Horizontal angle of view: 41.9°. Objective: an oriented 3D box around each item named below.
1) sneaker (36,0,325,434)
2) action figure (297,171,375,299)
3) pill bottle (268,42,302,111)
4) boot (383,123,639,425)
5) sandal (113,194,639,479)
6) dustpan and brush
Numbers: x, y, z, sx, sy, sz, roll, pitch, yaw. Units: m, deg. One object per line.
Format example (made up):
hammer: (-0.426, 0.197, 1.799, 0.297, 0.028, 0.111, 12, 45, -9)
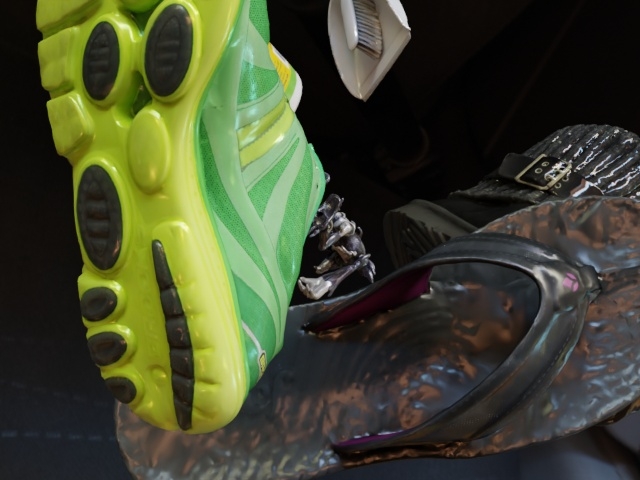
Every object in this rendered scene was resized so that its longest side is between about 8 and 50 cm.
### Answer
sneaker: (-0.063, -0.055, 0.423, 0.109, 0.123, 0.295, 8, 106, 22)
action figure: (0.000, 0.000, 1.377, 0.141, 0.164, 0.275, -31, 150, -2)
pill bottle: (-0.145, -0.215, 0.927, 0.136, 0.136, 0.246, -41, 125, 8)
boot: (0.249, 0.005, 0.801, 0.260, 0.348, 0.131, -22, 126, -18)
sandal: (0.066, 0.085, 0.591, 0.446, 0.167, 0.107, -19, 165, 1)
dustpan and brush: (0.037, -0.302, 1.058, 0.060, 0.211, 0.147, 0, 154, -24)
